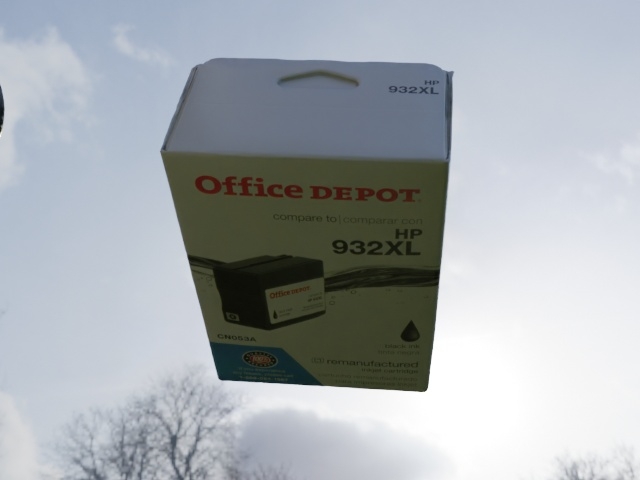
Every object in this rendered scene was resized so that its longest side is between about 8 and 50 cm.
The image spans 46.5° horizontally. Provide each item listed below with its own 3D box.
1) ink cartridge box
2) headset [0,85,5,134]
[{"bbox_3d":[0.000,0.000,0.691,0.223,0.129,0.307,3,-44,7],"label":"ink cartridge box"},{"bbox_3d":[-0.455,-0.189,0.846,0.185,0.394,0.243,4,-22,29],"label":"headset"}]
